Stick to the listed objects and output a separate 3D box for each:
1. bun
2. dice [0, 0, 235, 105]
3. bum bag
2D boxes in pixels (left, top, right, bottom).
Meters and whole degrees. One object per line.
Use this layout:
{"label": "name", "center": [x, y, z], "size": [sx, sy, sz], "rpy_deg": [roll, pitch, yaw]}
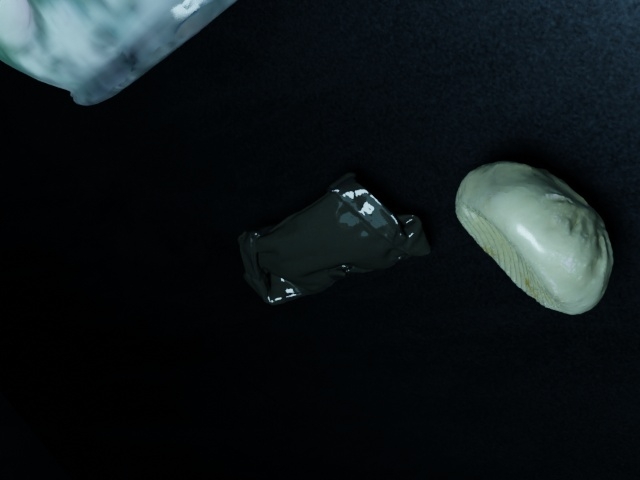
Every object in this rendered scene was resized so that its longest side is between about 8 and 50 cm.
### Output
{"label": "bun", "center": [0.225, -0.013, 0.845], "size": [0.183, 0.102, 0.183], "rpy_deg": [48, 176, 5]}
{"label": "dice", "center": [-0.165, -0.343, 0.697], "size": [0.328, 0.330, 0.348], "rpy_deg": [-19, 110, 48]}
{"label": "bum bag", "center": [0.000, 0.000, 1.069], "size": [0.326, 0.080, 0.142], "rpy_deg": [-21, 117, 44]}
